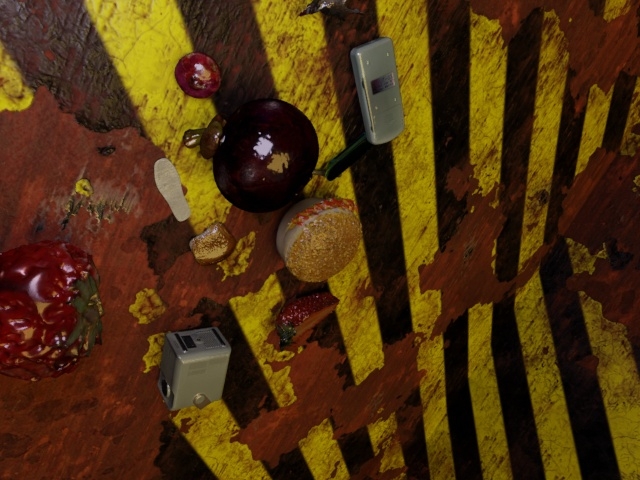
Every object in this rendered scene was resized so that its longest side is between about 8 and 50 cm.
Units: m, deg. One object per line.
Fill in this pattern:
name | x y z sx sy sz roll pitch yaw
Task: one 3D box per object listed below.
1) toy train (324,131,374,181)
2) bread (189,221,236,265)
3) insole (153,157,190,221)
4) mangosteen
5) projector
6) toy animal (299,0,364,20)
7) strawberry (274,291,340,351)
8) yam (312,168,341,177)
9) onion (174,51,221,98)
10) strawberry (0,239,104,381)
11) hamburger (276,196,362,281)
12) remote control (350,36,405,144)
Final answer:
toy train | 0.085 -0.262 1.512 0.209 0.042 0.044 -41 123 -11
bread | -0.310 0.019 1.412 0.129 0.044 0.126 -33 132 -10
insole | -0.388 -0.130 1.273 0.063 0.010 0.192 -29 132 -18
mangosteen | -0.151 -0.220 1.216 0.297 0.293 0.297 -42 166 -13
projector | -0.400 0.409 1.526 0.177 0.163 0.242 -2 117 -35
toy animal | 0.033 -0.598 1.233 0.202 0.070 0.105 -27 151 -25
strawberry | -0.066 0.268 1.730 0.286 0.106 0.188 -33 158 -32
yam | 0.017 -0.210 1.516 0.116 0.021 0.021 -1 119 -36
onion | -0.282 -0.379 1.125 0.107 0.097 0.107 -7 131 -9
strawberry | -0.685 0.148 1.094 0.345 0.295 0.317 5 140 -3
hamburger | 0.000 0.000 1.534 0.276 0.179 0.294 -16 127 -29
remote control | 0.176 -0.435 1.437 0.140 0.056 0.296 -29 125 -19
